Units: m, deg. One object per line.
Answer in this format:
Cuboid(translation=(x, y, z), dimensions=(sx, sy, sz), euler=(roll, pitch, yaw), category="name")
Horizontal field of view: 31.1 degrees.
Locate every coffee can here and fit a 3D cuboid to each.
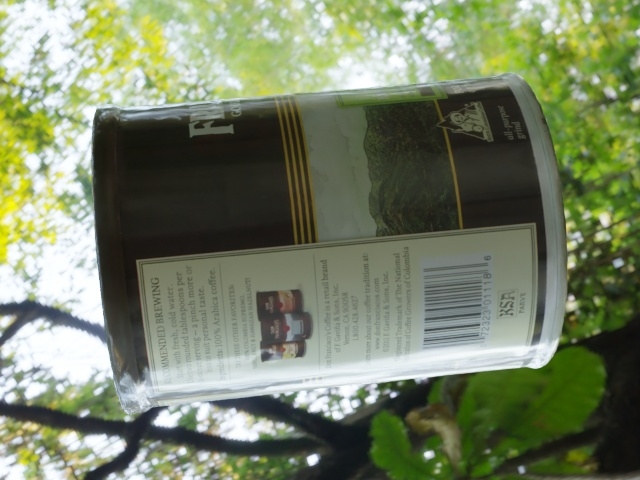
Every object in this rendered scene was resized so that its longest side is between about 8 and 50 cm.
Cuboid(translation=(0.000, 0.000, 0.763), dimensions=(0.275, 0.201, 0.201), euler=(-5, -113, -5), category="coffee can")
